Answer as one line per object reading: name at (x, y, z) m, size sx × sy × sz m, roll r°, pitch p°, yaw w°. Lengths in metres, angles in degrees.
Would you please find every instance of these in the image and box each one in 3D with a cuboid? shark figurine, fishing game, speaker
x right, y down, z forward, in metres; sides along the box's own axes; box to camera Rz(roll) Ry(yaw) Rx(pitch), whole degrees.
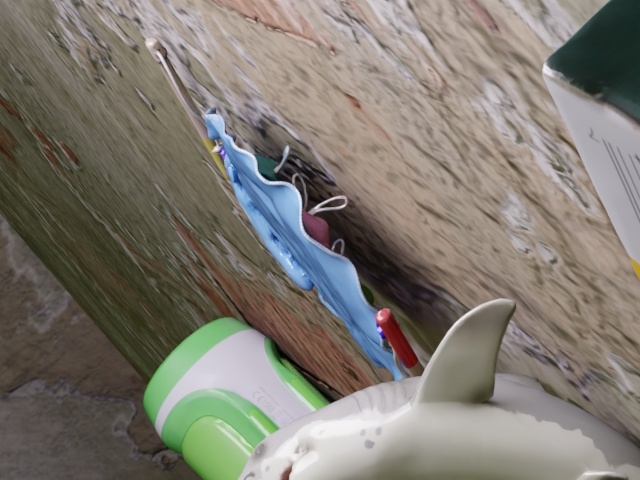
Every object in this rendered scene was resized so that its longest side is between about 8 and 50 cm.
shark figurine at (0.117, 0.112, 0.958) m, size 0.278 × 0.166 × 0.116 m, roll 27°, pitch -160°, yaw -5°
fishing game at (0.000, 0.000, 1.076) m, size 0.264 × 0.041 × 0.189 m, roll 48°, pitch 173°, yaw 42°
speaker at (-0.007, 0.198, 1.589) m, size 0.296 × 0.131 × 0.131 m, roll 43°, pitch 169°, yaw 18°

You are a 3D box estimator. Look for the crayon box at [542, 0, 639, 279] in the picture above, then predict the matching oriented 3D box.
crayon box at (0.193, 0.075, 0.475) m, size 0.203 × 0.083 × 0.323 m, roll 36°, pitch 164°, yaw 44°
